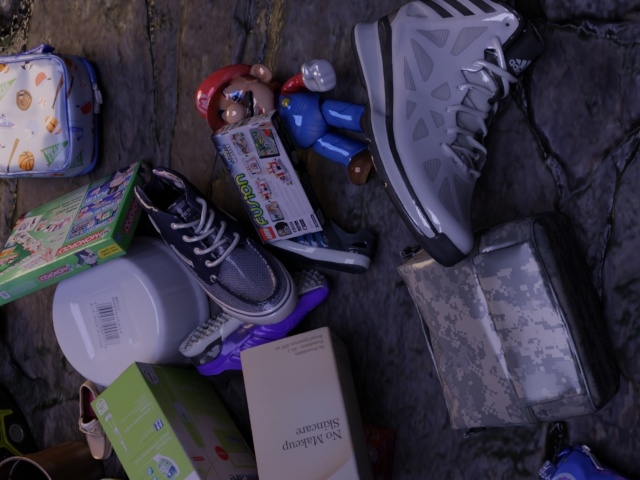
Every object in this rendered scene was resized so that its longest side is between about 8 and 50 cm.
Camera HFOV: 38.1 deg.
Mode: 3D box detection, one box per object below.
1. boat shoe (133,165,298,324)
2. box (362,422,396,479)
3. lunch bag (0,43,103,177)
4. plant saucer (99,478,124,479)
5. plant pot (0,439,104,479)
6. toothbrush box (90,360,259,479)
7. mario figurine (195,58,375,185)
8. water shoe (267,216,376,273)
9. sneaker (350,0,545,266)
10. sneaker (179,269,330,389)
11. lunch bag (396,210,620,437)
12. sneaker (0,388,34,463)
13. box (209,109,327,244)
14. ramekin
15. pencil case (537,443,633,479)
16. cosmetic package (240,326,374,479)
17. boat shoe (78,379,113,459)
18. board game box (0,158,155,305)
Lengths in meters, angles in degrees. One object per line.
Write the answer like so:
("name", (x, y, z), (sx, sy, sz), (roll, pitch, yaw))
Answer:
("boat shoe", (-0.184, 0.005, 1.526), (0.340, 0.158, 0.127), (34, 75, 36))
("box", (0.040, 0.442, 1.564), (0.128, 0.123, 0.256), (8, 100, 22))
("lunch bag", (-0.547, -0.239, 1.742), (0.303, 0.115, 0.243), (1, 95, 25))
("plant saucer", (-0.345, 0.551, 1.764), (0.241, 0.037, 0.241), (22, 125, 36))
("plant pot", (-0.519, 0.474, 1.799), (0.167, 0.165, 0.167), (3, 98, 24))
("toothbrush box", (-0.232, 0.358, 1.584), (0.122, 0.206, 0.283), (-42, 62, 14))
("mario figurine", (-0.061, -0.188, 1.490), (0.321, 0.170, 0.198), (18, 77, 15))
("water shoe", (0.000, 0.000, 1.562), (0.203, 0.073, 0.080), (14, 74, 24))
("sneaker", (0.202, -0.194, 1.306), (0.257, 0.169, 0.447), (-24, 56, 21))
("sneaker", (-0.088, 0.165, 1.604), (0.293, 0.102, 0.146), (-30, 103, 17))
("lunch bag", (0.267, 0.121, 1.367), (0.256, 0.212, 0.305), (-20, 86, 28))
("sneaker", (-0.662, 0.475, 1.877), (0.147, 0.145, 0.384), (-23, 86, 25))
("box", (-0.081, -0.098, 1.482), (0.114, 0.036, 0.207), (-13, 117, 24))
("ramekin", (-0.354, 0.136, 1.693), (0.277, 0.135, 0.277), (4, 99, 24))
("pencil case", (0.465, 0.415, 1.370), (0.306, 0.119, 0.133), (28, 106, 18))
("cosmetic package", (-0.016, 0.310, 1.449), (0.160, 0.113, 0.309), (-18, 61, 10))
("boat shoe", (-0.444, 0.350, 1.805), (0.063, 0.059, 0.170), (-2, 97, 25))
("board game box", (-0.457, -0.013, 1.687), (0.317, 0.213, 0.046), (-20, 128, 26))
